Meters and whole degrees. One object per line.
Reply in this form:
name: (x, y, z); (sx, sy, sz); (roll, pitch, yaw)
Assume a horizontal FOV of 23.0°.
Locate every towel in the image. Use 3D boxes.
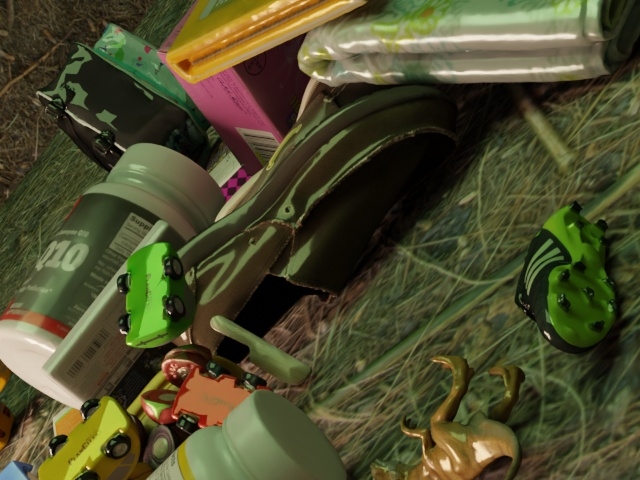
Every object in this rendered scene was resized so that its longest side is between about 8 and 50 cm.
towel: (0.181, -0.285, 1.486); (0.374, 0.090, 0.320); (4, 52, 44)

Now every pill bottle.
pill bottle: (-0.086, 0.219, 1.200); (0.208, 0.119, 0.119); (-45, 18, 13)
pill bottle: (-0.233, 0.038, 1.782); (0.161, 0.161, 0.283); (-21, 35, 57)

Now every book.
book: (-0.262, 0.208, 1.807); (0.096, 0.035, 0.144); (-45, 18, 4)

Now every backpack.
backpack: (-0.251, -0.167, 2.202); (0.191, 0.225, 0.253); (-53, -22, -13)

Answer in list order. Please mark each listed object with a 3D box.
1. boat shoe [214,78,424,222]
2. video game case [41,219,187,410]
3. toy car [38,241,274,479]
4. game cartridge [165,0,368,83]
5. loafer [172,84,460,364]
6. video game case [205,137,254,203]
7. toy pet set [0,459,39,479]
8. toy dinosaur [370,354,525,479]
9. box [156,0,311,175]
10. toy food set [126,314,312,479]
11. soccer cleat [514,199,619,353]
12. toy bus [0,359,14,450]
boat shoe: (0.006, -0.083, 1.634); (0.324, 0.116, 0.097); (-50, 21, 12)
video game case: (-0.169, 0.100, 1.588); (0.022, 0.173, 0.190); (26, 74, 44)
toy car: (-0.135, 0.106, 1.357); (0.239, 0.053, 0.225); (-21, 53, 24)
game cartridge: (-0.005, -0.326, 1.622); (0.285, 0.052, 0.324); (-18, 40, 47)
loafer: (0.000, 0.000, 1.503); (0.366, 0.134, 0.130); (-40, 62, 12)
video game case: (-0.061, -0.151, 2.056); (0.232, 0.042, 0.210); (-44, 18, 17)
toy pet set: (-0.359, 0.311, 1.768); (0.114, 0.065, 0.122); (-48, 18, 4)
toy dinosaur: (0.104, 0.132, 1.045); (0.211, 0.064, 0.112); (144, 142, -62)
box: (-0.033, -0.226, 1.815); (0.117, 0.213, 0.243); (12, 59, 41)
toy food set: (-0.126, 0.159, 1.397); (0.128, 0.071, 0.218); (36, 85, 28)
soccer cleat: (0.165, 0.038, 1.085); (0.072, 0.060, 0.179); (-51, 8, 27)
toy bus: (-0.532, 0.285, 2.141); (0.333, 0.130, 0.108); (-45, 17, 13)
